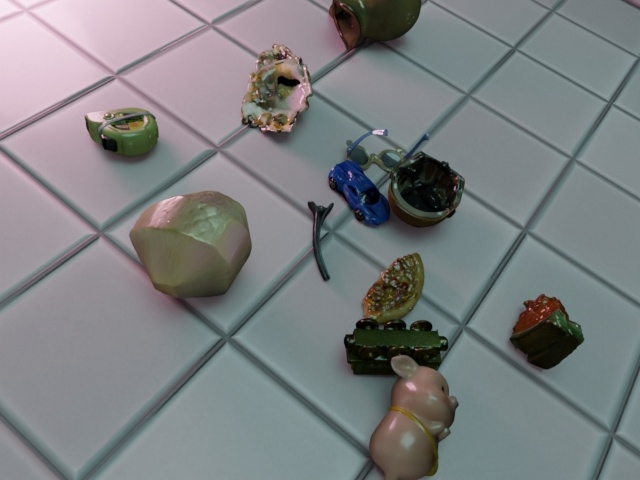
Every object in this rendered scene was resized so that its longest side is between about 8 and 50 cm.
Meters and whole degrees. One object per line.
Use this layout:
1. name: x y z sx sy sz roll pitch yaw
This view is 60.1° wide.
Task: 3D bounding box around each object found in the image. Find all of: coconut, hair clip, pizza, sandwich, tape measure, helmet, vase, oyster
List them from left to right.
1. tape measure: -0.503 -0.283 1.446 0.177 0.088 0.154 -18 49 -25
2. coconut: -0.278 0.013 1.199 0.259 0.259 0.259 6 54 -9
3. oyster: -0.117 -0.442 1.653 0.201 0.107 0.355 2 65 13
4. hair clip: 0.000 0.000 1.397 0.070 0.039 0.230 5 59 -8
5. vase: 0.154 -0.800 1.909 0.302 0.241 0.329 -29 37 -14
6. pizza: 0.184 0.115 1.337 0.246 0.058 0.127 -34 68 -33
7. helmet: 0.271 -0.117 1.479 0.198 0.130 0.224 33 62 13
8. sandwich: 0.535 0.198 1.284 0.109 0.185 0.160 34 58 3

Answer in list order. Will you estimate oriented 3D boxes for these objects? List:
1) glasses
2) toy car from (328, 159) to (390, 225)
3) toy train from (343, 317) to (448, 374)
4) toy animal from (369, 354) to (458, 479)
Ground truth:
1. glasses: 0.184 -0.240 1.515 0.189 0.220 0.088 5 88 -17
2. toy car: 0.109 -0.132 1.492 0.103 0.063 0.216 -26 64 -28
3. toy train: 0.157 0.238 1.198 0.225 0.137 0.090 3 48 -5
4. toy animal: 0.184 0.372 1.099 0.149 0.165 0.248 11 58 19
